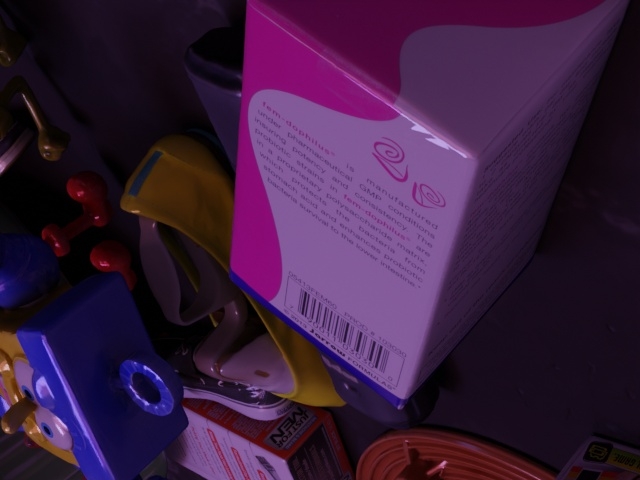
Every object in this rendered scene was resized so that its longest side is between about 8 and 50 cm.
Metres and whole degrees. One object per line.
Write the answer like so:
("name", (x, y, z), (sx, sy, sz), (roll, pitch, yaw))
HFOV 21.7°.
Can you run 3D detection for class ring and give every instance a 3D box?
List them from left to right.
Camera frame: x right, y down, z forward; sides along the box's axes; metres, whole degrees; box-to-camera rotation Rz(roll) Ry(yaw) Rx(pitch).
("ring", (0.153, 0.250, 1.087), (0.336, 0.032, 0.337), (33, 153, 19))

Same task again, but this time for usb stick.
("usb stick", (0.000, 0.000, 0.908), (0.077, 0.045, 0.278), (19, 146, 39))

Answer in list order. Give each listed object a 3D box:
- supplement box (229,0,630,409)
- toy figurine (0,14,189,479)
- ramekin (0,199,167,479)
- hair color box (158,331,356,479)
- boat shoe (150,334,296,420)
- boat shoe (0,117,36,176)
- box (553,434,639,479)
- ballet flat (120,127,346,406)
("supplement box", (0.038, -0.040, 0.718), (0.111, 0.114, 0.220), (37, 155, 15))
("toy figurine", (-0.143, 0.033, 0.958), (0.217, 0.191, 0.363), (10, 127, 49))
("ramekin", (-0.244, 0.106, 1.228), (0.303, 0.148, 0.303), (50, 162, 22))
("hair color box", (-0.058, 0.138, 1.191), (0.167, 0.053, 0.093), (24, 147, 37))
("boat shoe", (-0.076, 0.084, 1.148), (0.142, 0.049, 0.040), (13, 135, 36))
("boat shoe", (-0.244, -0.067, 1.141), (0.049, 0.056, 0.152), (48, 154, -22))
("box", (0.189, 0.171, 0.820), (0.207, 0.114, 0.036), (13, 141, 46))
("ballet flat", (-0.055, 0.037, 1.005), (0.077, 0.077, 0.231), (14, 142, 43))
